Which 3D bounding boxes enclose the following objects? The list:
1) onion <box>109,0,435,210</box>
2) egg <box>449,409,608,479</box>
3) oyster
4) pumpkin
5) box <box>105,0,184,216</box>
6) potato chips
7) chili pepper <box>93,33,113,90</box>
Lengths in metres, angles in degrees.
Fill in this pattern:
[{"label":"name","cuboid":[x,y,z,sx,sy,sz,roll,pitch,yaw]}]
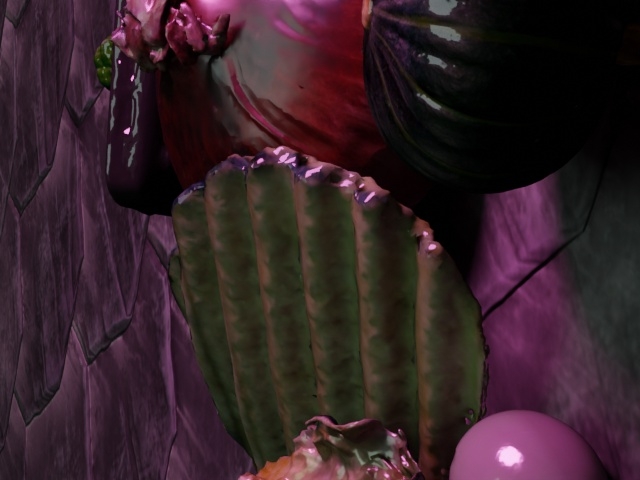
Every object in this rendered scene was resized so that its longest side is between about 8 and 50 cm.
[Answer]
[{"label":"onion","cuboid":[-0.039,-0.155,1.488,0.348,0.285,0.347,-21,64,53]},{"label":"egg","cuboid":[0.144,0.171,1.216,0.135,0.103,0.103,-138,55,-60]},{"label":"oyster","cuboid":[0.036,0.244,1.310,0.351,0.115,0.238,15,134,49]},{"label":"pumpkin","cuboid":[0.130,-0.150,1.189,0.250,0.216,0.249,10,-90,-80]},{"label":"box","cuboid":[-0.120,-0.161,1.746,0.290,0.073,0.288,13,-100,-68]},{"label":"potato chips","cuboid":[-0.001,0.101,1.429,0.358,0.070,0.429,30,139,39]},{"label":"chili pepper","cuboid":[-0.196,-0.207,2.132,0.253,0.083,0.099,25,110,61]}]
